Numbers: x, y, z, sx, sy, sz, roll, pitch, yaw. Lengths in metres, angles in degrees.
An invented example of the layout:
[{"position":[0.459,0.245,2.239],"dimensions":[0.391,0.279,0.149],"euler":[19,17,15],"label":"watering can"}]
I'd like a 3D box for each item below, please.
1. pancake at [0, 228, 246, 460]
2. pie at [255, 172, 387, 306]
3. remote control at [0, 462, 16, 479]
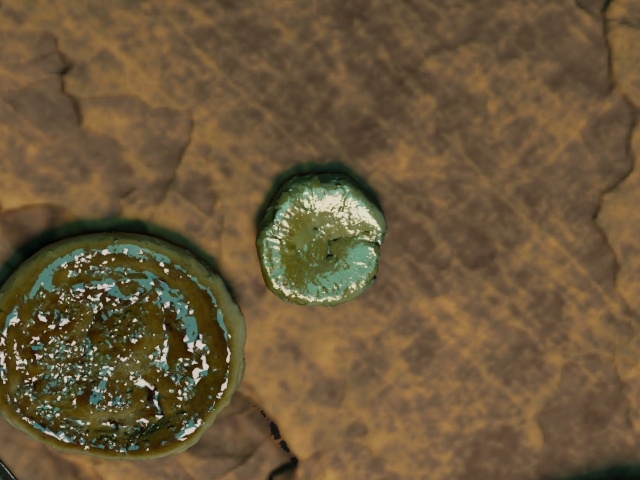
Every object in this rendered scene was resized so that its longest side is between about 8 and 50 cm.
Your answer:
[{"position":[-0.121,0.066,0.904],"dimensions":[0.158,0.028,0.158],"euler":[-2,109,-6],"label":"pancake"},{"position":[0.000,0.000,0.906],"dimensions":[0.084,0.020,0.084],"euler":[-3,106,-10],"label":"pie"},{"position":[-0.173,0.214,0.942],"dimensions":[0.065,0.029,0.166],"euler":[-33,109,4],"label":"remote control"}]
